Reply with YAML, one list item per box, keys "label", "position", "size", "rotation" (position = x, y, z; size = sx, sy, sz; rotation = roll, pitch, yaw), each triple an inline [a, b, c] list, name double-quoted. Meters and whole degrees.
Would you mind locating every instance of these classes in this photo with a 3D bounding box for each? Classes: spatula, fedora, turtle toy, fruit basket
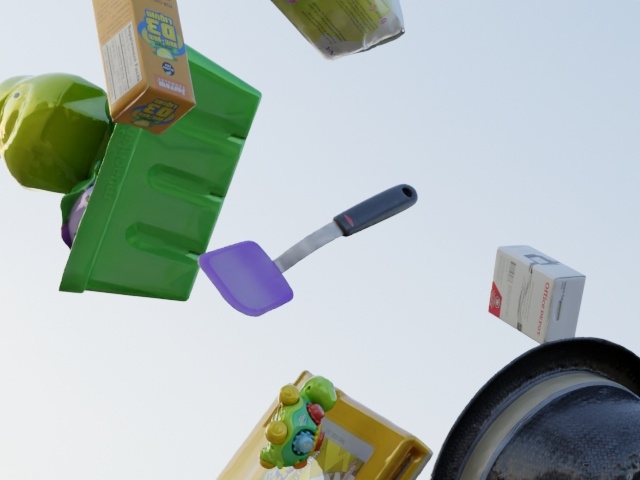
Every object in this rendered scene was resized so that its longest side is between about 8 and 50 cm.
- label: "spatula"
  position: [0.000, 0.000, 1.768]
  size: [0.084, 0.296, 0.030]
  rotation: [53, -36, 13]
- label: "fedora"
  position: [0.262, 0.262, 1.655]
  size: [0.334, 0.334, 0.152]
  rotation: [34, -12, -29]
- label: "turtle toy"
  position: [-0.024, 0.211, 1.978]
  size: [0.066, 0.130, 0.095]
  rotation: [19, -32, 3]
- label: "fruit basket"
  position: [-0.293, -0.121, 2.244]
  size: [0.392, 0.392, 0.283]
  rotation: [21, 3, -4]

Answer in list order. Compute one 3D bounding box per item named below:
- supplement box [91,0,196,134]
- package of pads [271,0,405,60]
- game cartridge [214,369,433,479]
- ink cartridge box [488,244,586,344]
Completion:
- label: "supplement box"
  position: [-0.208, -0.242, 1.954]
  size: [0.078, 0.233, 0.080]
  rotation: [14, -35, -43]
- label: "package of pads"
  position: [-0.020, -0.325, 1.617]
  size: [0.101, 0.229, 0.296]
  rotation: [-18, -24, 16]
- label: "game cartridge"
  position: [-0.033, 0.313, 2.065]
  size: [0.053, 0.285, 0.324]
  rotation: [40, -8, -28]
- label: "ink cartridge box"
  position: [0.325, 0.081, 2.559]
  size: [0.063, 0.109, 0.150]
  rotation: [-3, 20, -31]
